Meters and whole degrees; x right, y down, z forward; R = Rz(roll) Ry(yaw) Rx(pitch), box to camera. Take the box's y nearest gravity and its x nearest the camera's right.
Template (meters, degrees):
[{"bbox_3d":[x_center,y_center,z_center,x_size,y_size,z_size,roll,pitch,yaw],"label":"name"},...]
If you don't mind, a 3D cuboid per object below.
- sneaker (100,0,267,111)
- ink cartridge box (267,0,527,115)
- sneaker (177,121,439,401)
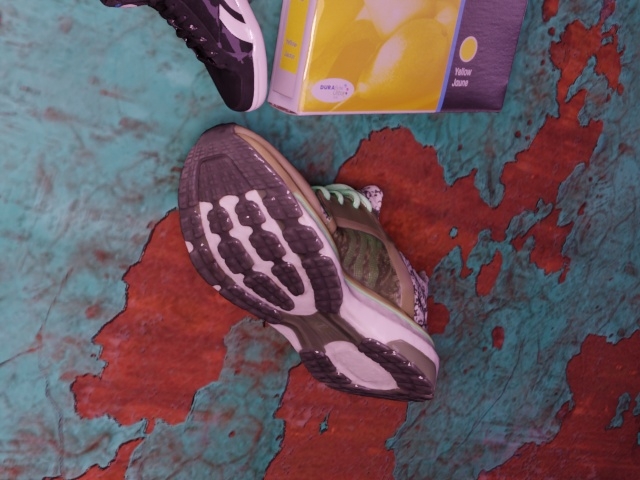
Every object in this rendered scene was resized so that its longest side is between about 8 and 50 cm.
[{"bbox_3d":[-0.126,-0.196,1.045,0.121,0.079,0.216,-28,118,-27],"label":"sneaker"},{"bbox_3d":[0.100,-0.279,1.217,0.304,0.072,0.307,-6,116,-40],"label":"ink cartridge box"},{"bbox_3d":[0.000,0.000,1.244,0.410,0.158,0.182,52,41,-42],"label":"sneaker"}]
